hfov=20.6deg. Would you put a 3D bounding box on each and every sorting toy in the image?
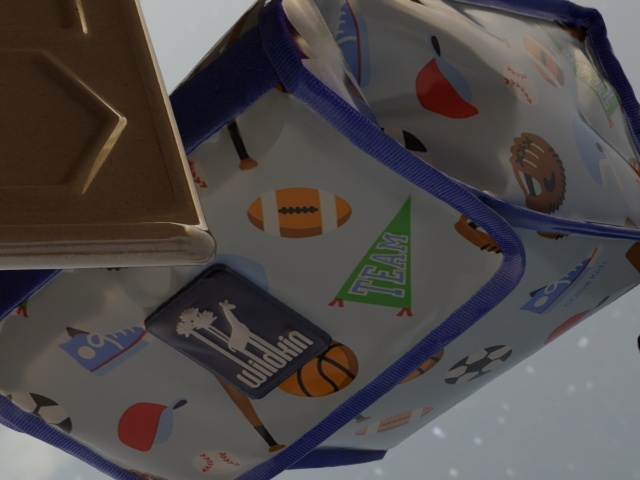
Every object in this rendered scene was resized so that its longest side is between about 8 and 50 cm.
[{"bbox_3d":[-0.144,-0.050,0.519,0.208,0.193,0.038,-113,-151,-48],"label":"sorting toy"}]

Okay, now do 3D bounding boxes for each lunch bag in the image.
[{"bbox_3d":[0.000,0.000,1.087,0.328,0.385,0.239,-39,-117,30],"label":"lunch bag"}]

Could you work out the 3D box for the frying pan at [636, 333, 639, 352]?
[{"bbox_3d":[0.307,0.124,1.223,0.326,0.053,0.197,122,-34,-72],"label":"frying pan"}]
